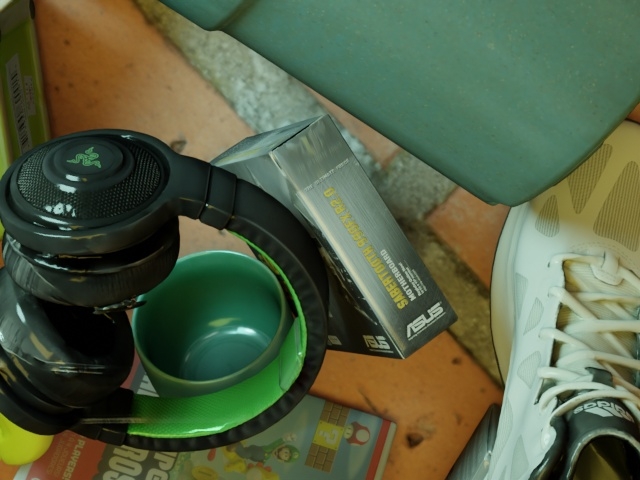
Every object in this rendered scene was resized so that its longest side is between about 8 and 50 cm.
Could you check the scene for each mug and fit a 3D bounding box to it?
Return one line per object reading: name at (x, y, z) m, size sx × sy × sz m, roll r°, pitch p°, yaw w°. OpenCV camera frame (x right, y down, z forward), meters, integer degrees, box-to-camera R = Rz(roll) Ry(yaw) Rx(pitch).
mug at (-0.085, 0.077, 1.472) m, size 0.129 × 0.158 × 0.097 m, roll -17°, pitch 142°, yaw 0°

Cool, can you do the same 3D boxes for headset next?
headset at (-0.186, 0.044, 1.257) m, size 0.394 × 0.185 × 0.243 m, roll 19°, pitch 126°, yaw -11°

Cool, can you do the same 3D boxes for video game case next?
video game case at (-0.098, 0.195, 1.473) m, size 0.285 × 0.204 × 0.025 m, roll 18°, pitch 145°, yaw 3°

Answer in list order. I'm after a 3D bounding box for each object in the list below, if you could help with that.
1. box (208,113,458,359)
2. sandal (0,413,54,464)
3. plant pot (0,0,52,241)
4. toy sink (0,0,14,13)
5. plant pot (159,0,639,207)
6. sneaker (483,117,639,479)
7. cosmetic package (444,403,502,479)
box at (0.000, 0.000, 1.378) m, size 0.056 × 0.231 × 0.183 m, roll -36°, pitch 100°, yaw -15°
sandal at (-0.309, 0.104, 1.488) m, size 0.317 × 0.138 × 0.126 m, roll 6°, pitch 128°, yaw 35°
plant pot at (-0.332, -0.099, 1.406) m, size 0.207 × 0.227 × 0.228 m, roll -5°, pitch 105°, yaw 4°
toy sink at (-0.223, -0.285, 1.350) m, size 0.153 × 0.131 × 0.234 m, roll 45°, pitch 83°, yaw -5°
plant pot at (0.080, -0.219, 1.272) m, size 0.334 × 0.341 × 0.341 m, roll 37°, pitch 107°, yaw -11°
sneaker at (0.216, 0.103, 1.287) m, size 0.169 × 0.257 × 0.448 m, roll 13°, pitch 77°, yaw -6°
cosmetic package at (0.123, 0.272, 1.486) m, size 0.107 × 0.127 × 0.238 m, roll 32°, pitch 105°, yaw -2°
